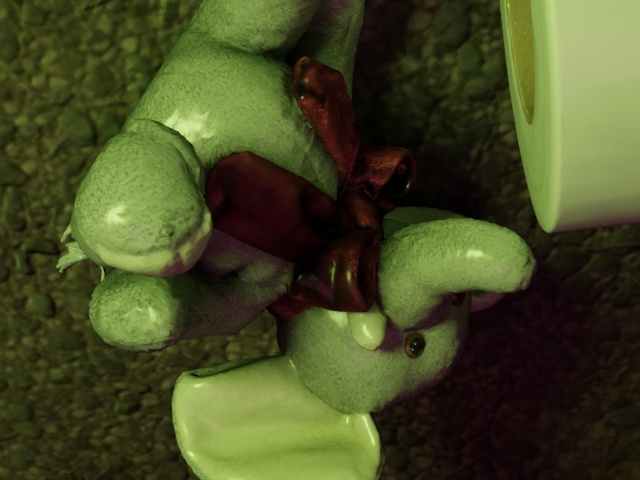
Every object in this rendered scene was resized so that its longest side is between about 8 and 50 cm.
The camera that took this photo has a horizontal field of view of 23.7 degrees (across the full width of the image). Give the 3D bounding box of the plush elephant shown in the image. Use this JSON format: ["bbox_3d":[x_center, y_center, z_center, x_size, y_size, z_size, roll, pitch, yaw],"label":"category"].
[{"bbox_3d":[0.000,0.000,0.865,0.255,0.272,0.330,32,149,-7],"label":"plush elephant"}]

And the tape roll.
[{"bbox_3d":[0.183,-0.132,0.778,0.169,0.246,0.246,-6,126,2],"label":"tape roll"}]
